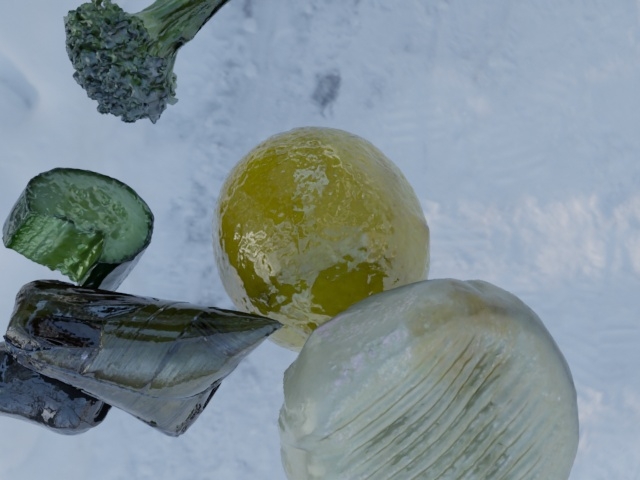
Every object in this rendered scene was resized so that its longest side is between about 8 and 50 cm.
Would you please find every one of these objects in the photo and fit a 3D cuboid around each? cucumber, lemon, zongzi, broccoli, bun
[{"bbox_3d":[-0.339,-0.012,1.360,0.191,0.191,0.130,50,117,17],"label":"cucumber"},{"bbox_3d":[0.001,0.001,1.373,0.336,0.336,0.336,-2,86,22],"label":"lemon"},{"bbox_3d":[-0.224,0.110,1.209,0.300,0.286,0.138,-35,33,43],"label":"zongzi"},{"bbox_3d":[-0.208,-0.266,1.327,0.275,0.198,0.177,-31,50,-21],"label":"broccoli"},{"bbox_3d":[0.120,0.212,1.140,0.365,0.219,0.365,-4,104,-17],"label":"bun"}]

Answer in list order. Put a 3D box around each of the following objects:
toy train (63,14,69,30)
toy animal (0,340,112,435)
[{"bbox_3d":[-0.404,-0.344,1.624,0.053,0.033,0.083,7,112,26],"label":"toy train"},{"bbox_3d":[-0.457,0.194,1.365,0.343,0.106,0.168,4,43,-3],"label":"toy animal"}]
